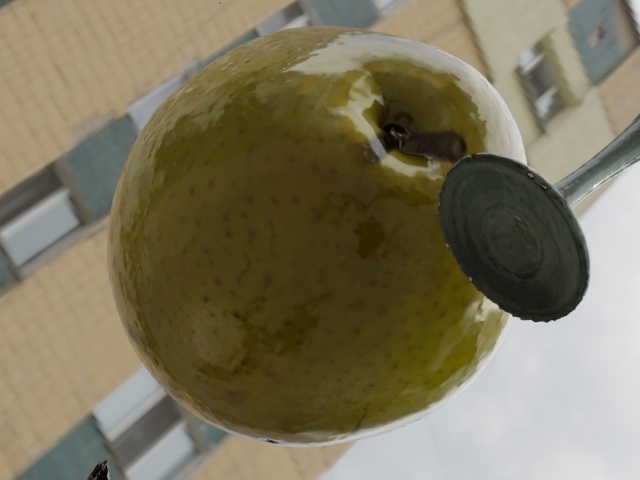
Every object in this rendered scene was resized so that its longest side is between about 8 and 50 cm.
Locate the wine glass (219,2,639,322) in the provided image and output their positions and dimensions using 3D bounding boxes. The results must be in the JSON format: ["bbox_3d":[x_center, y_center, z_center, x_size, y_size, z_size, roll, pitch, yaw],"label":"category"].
[{"bbox_3d":[0.146,-0.132,0.918,0.264,0.309,0.096,47,-35,12],"label":"wine glass"}]

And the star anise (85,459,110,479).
[{"bbox_3d":[-0.164,0.257,1.183,0.053,0.212,0.157,32,-27,-24],"label":"star anise"}]

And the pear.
[{"bbox_3d":[0.000,0.000,1.349,0.362,0.362,0.418,44,-38,5],"label":"pear"}]
